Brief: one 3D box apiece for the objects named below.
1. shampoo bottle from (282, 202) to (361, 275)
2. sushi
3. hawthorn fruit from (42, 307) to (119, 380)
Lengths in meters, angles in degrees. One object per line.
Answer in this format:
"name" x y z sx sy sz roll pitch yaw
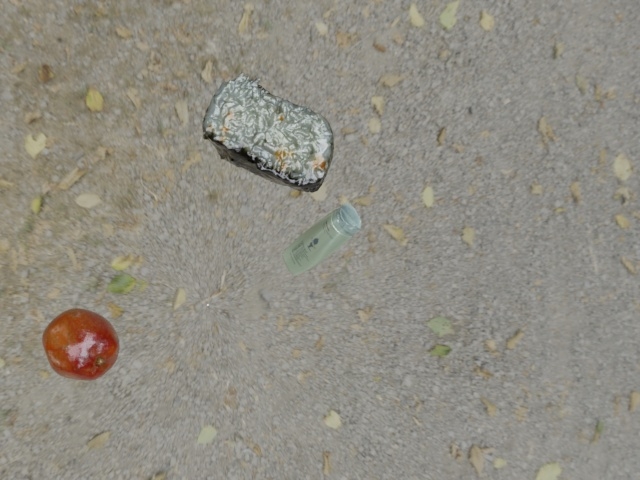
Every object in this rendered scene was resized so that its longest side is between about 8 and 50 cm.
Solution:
"shampoo bottle" 0.000 0.000 1.321 0.049 0.212 0.072 -11 69 -42
"sushi" -0.081 -0.167 1.076 0.225 0.126 0.136 30 88 -8
"hawthorn fruit" -0.442 0.197 1.219 0.133 0.138 0.132 -21 118 -46
